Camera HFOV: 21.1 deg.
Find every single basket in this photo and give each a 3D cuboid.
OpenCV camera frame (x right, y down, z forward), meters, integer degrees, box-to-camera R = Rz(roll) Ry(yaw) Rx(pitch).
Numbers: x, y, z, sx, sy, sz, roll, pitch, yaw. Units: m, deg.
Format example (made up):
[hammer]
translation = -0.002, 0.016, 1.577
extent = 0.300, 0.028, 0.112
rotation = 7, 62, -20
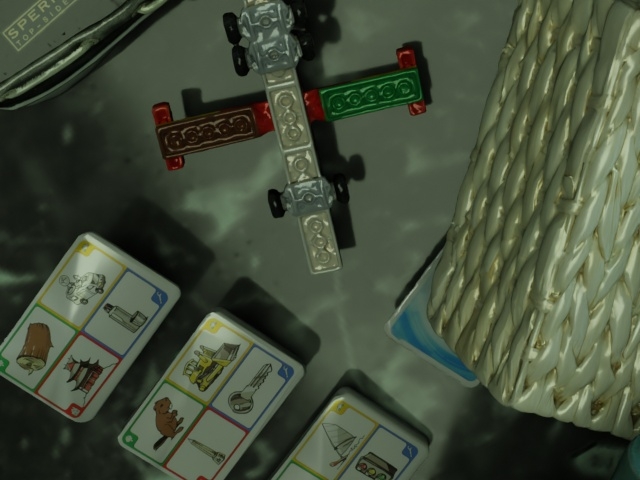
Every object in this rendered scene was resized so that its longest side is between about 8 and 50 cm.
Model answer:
[basket]
translation = 0.119, -0.013, 0.652
extent = 0.103, 0.113, 0.167
rotation = 10, 105, -19

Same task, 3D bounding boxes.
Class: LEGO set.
[LEGO set]
translation = 0.000, 0.000, 0.735
extent = 0.182, 0.060, 0.244
rotation = 33, 106, -12

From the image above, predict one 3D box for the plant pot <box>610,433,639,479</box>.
[plant pot]
translation = 0.158, 0.179, 0.560
extent = 0.293, 0.293, 0.196
rotation = 14, 102, 5

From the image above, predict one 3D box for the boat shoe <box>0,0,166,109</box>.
[boat shoe]
translation = -0.073, -0.130, 0.693
extent = 0.078, 0.070, 0.219
rotation = 45, 104, -2
